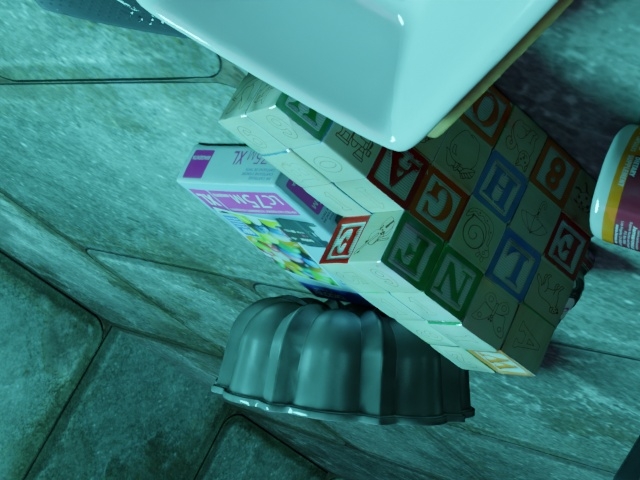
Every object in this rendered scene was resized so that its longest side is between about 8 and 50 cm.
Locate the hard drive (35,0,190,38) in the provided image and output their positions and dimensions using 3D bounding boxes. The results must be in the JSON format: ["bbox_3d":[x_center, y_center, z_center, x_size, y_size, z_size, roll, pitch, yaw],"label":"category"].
[{"bbox_3d":[-0.160,-0.229,0.783,0.254,0.054,0.172,15,159,31],"label":"hard drive"}]

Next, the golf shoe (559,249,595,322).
[{"bbox_3d":[0.166,0.030,0.984,0.186,0.086,0.067,9,156,47],"label":"golf shoe"}]

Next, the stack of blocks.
[{"bbox_3d":[0.072,-0.043,0.776,0.297,0.171,0.087,37,160,-26],"label":"stack of blocks"}]

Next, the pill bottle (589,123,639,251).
[{"bbox_3d":[0.269,-0.021,0.694,0.152,0.086,0.086,18,160,24],"label":"pill bottle"}]

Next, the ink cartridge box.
[{"bbox_3d":[0.000,0.000,1.182,0.185,0.065,0.311,6,154,49],"label":"ink cartridge box"}]

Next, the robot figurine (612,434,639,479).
[{"bbox_3d":[0.470,0.289,1.131,0.209,0.174,0.278,11,175,-37],"label":"robot figurine"}]

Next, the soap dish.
[{"bbox_3d":[0.023,-0.179,0.543,0.228,0.118,0.291,29,160,-5],"label":"soap dish"}]

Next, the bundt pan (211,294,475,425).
[{"bbox_3d":[0.032,0.139,1.276,0.330,0.124,0.331,5,180,0],"label":"bundt pan"}]
